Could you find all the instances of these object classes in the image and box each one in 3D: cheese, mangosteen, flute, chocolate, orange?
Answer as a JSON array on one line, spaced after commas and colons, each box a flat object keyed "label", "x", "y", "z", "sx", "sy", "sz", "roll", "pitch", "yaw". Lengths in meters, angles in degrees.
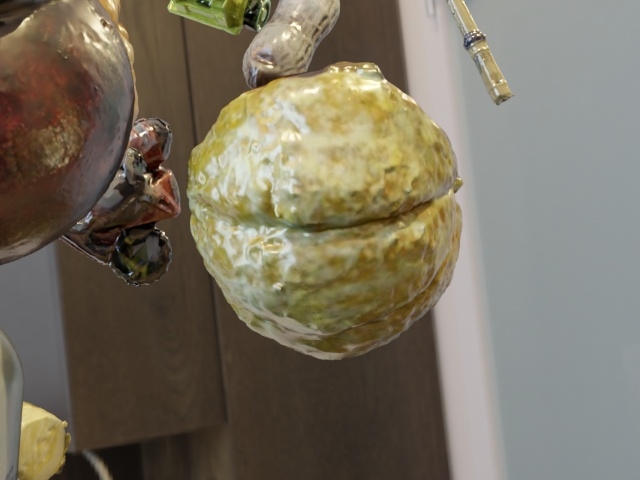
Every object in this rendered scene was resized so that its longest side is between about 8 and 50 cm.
[{"label": "cheese", "x": -0.424, "y": 0.248, "z": 1.499, "sx": 0.167, "sy": 0.094, "sz": 0.123, "roll": 16, "pitch": -18, "yaw": 29}, {"label": "mangosteen", "x": -0.166, "y": -0.076, "z": 0.516, "sx": 0.172, "sy": 0.172, "sz": 0.184, "roll": -6, "pitch": -37, "yaw": -20}, {"label": "flute", "x": 0.146, "y": -0.246, "z": 1.212, "sx": 0.027, "sy": 0.233, "sz": 0.027, "roll": -21, "pitch": -15, "yaw": -6}, {"label": "chocolate", "x": -0.034, "y": -0.228, "z": 1.287, "sx": 0.072, "sy": 0.167, "sz": 0.072, "roll": 23, "pitch": -24, "yaw": 11}, {"label": "orange", "x": 0.000, "y": 0.000, "z": 1.133, "sx": 0.270, "sy": 0.210, "sz": 0.369, "roll": 6, "pitch": -23, "yaw": 11}]

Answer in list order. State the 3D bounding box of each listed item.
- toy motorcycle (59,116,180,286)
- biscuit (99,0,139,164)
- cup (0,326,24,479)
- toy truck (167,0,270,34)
[{"label": "toy motorcycle", "x": -0.328, "y": -0.110, "z": 1.423, "sx": 0.401, "sy": 0.207, "sz": 0.134, "roll": 31, "pitch": 9, "yaw": -20}, {"label": "biscuit", "x": -0.293, "y": -0.200, "z": 1.133, "sx": 0.107, "sy": 0.326, "sz": 0.325, "roll": -36, "pitch": 18, "yaw": -36}, {"label": "cup", "x": -0.331, "y": 0.208, "z": 0.854, "sx": 0.205, "sy": 0.312, "sz": 0.205, "roll": 6, "pitch": 1, "yaw": 0}, {"label": "toy truck", "x": -0.094, "y": -0.400, "z": 1.434, "sx": 0.128, "sy": 0.260, "sz": 0.135, "roll": 21, "pitch": -20, "yaw": 10}]
